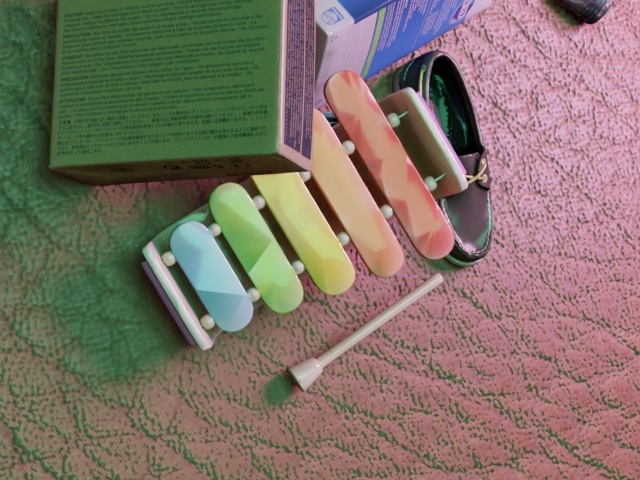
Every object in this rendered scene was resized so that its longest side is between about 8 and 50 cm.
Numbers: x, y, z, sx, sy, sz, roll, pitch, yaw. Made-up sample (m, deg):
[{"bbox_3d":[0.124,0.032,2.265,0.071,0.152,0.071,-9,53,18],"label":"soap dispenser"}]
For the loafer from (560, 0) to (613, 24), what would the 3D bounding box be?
[{"bbox_3d":[0.322,-0.330,1.512,0.061,0.062,0.170,30,71,-10],"label":"loafer"}]

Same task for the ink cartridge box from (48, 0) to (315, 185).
[{"bbox_3d":[-0.126,-0.156,1.221,0.234,0.088,0.193,-2,79,22],"label":"ink cartridge box"}]

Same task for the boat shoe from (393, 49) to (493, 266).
[{"bbox_3d":[0.135,-0.085,1.392,0.081,0.068,0.228,-16,88,-23],"label":"boat shoe"}]

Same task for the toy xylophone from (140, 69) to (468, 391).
[{"bbox_3d":[0.000,0.000,1.290,0.322,0.081,0.236,-40,99,-7],"label":"toy xylophone"}]

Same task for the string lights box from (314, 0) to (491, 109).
[{"bbox_3d":[0.074,-0.246,1.347,0.259,0.133,0.077,-33,71,-25],"label":"string lights box"}]

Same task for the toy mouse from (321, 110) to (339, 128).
[{"bbox_3d":[0.016,-0.073,1.363,0.143,0.031,0.161,-22,91,-23],"label":"toy mouse"}]
